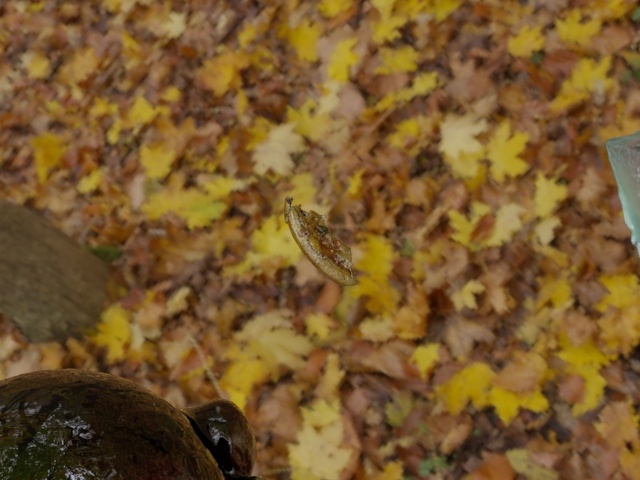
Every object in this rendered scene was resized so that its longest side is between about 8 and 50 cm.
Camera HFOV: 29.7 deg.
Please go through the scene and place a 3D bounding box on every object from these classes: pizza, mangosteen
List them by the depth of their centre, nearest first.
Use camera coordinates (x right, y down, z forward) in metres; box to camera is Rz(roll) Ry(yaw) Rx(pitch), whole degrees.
[{"bbox_3d":[0.000,0.000,0.880,0.083,0.037,0.016,53,133,8],"label":"pizza"},{"bbox_3d":[-0.171,0.222,0.889,0.313,0.297,0.297,-42,41,-24],"label":"mangosteen"}]

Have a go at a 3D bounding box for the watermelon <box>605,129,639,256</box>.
[{"bbox_3d":[0.220,-0.016,0.465,0.154,0.094,0.241,-19,5,2],"label":"watermelon"}]
